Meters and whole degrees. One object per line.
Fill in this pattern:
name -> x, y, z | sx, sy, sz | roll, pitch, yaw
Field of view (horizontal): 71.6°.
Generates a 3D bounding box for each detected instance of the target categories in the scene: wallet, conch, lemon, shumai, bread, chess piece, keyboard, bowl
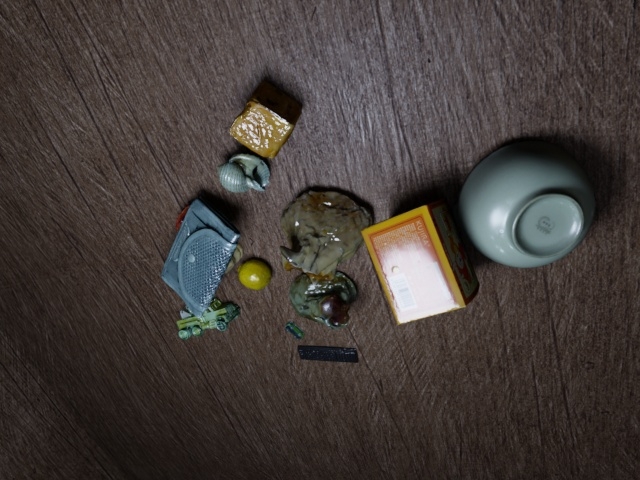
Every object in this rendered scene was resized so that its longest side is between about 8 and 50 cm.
wallet -> -0.405, 0.057, 1.459 | 0.237, 0.075, 0.342 | 40, 113, 26
conch -> -0.245, -0.215, 1.392 | 0.153, 0.102, 0.135 | 6, 119, -28
lemon -> -0.240, 0.123, 1.613 | 0.133, 0.109, 0.109 | 24, 126, 3
shumai -> -0.012, 0.235, 1.570 | 0.222, 0.203, 0.272 | 42, 128, -12
bread -> -0.150, -0.339, 1.255 | 0.158, 0.149, 0.143 | 38, 128, -11
chess piece -> -0.346, 0.087, 1.561 | 0.090, 0.200, 0.090 | 7, 125, 10
keyboard -> 0.028, 0.467, 1.825 | 0.251, 0.017, 0.087 | 0, 124, 17
shumai -> 0.000, 0.000, 1.372 | 0.314, 0.262, 0.267 | -11, 120, 20
bowl -> 0.556, -0.069, 1.162 | 0.354, 0.185, 0.353 | 0, 114, 1

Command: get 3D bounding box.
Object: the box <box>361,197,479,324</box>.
box -> 0.296, 0.048, 1.264 | 0.214, 0.259, 0.283 | -21, 89, 29

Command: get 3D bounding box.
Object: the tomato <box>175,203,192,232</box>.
tomato -> -0.408, -0.053, 1.552 | 0.166, 0.082, 0.174 | 45, 117, 3

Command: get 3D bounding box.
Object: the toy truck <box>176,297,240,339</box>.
toy truck -> -0.463, 0.300, 1.790 | 0.260, 0.128, 0.135 | -12, 105, 23

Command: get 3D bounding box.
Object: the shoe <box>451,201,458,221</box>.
shoe -> 0.473, -0.038, 1.324 | 0.195, 0.078, 0.079 | 39, 124, -7

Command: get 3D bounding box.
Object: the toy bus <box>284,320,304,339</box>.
toy bus -> -0.103, 0.360, 1.778 | 0.083, 0.037, 0.031 | 45, 124, -14
